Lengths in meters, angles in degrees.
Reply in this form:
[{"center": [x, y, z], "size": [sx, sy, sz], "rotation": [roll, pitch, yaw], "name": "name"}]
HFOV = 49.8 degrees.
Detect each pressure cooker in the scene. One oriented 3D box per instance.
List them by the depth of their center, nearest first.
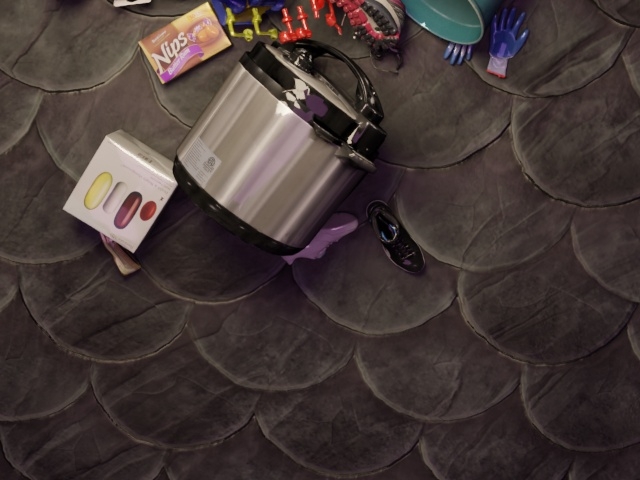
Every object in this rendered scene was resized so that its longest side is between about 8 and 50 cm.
[{"center": [-0.066, -0.220, 1.485], "size": [0.370, 0.375, 0.420], "rotation": [36, 103, -7], "name": "pressure cooker"}]

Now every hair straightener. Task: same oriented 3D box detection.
[{"center": [0.117, -0.482, 1.589], "size": [0.089, 0.047, 0.230], "rotation": [-27, 109, 7], "name": "hair straightener"}]

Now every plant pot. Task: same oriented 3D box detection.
[{"center": [0.301, -0.603, 1.452], "size": [0.272, 0.271, 0.255], "rotation": [37, 87, -10], "name": "plant pot"}]

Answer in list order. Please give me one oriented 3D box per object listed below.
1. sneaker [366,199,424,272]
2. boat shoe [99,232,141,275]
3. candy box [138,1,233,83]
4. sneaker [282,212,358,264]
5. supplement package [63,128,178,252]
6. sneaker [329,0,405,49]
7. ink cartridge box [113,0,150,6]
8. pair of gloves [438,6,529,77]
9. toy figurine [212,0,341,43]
[{"center": [0.182, 0.007, 1.680], "size": [0.079, 0.121, 0.217], "rotation": [-35, 103, 10], "name": "sneaker"}, {"center": [-0.502, 0.014, 1.715], "size": [0.048, 0.056, 0.153], "rotation": [-25, 106, -3], "name": "boat shoe"}, {"center": [-0.308, -0.453, 1.584], "size": [0.187, 0.053, 0.109], "rotation": [-27, 104, 6], "name": "candy box"}, {"center": [0.000, 0.000, 1.710], "size": [0.212, 0.080, 0.094], "rotation": [-17, 117, 11], "name": "sneaker"}, {"center": [-0.454, -0.119, 1.626], "size": [0.194, 0.149, 0.203], "rotation": [32, 102, -9], "name": "supplement package"}, {"center": [0.073, -0.546, 1.460], "size": [0.121, 0.112, 0.299], "rotation": [-5, 142, 42], "name": "sneaker"}, {"center": [-0.426, -0.595, 1.523], "size": [0.092, 0.090, 0.143], "rotation": [-6, 107, 1], "name": "ink cartridge box"}, {"center": [0.377, -0.473, 1.599], "size": [0.198, 0.023, 0.159], "rotation": [14, 105, -5], "name": "pair of gloves"}, {"center": [-0.154, -0.479, 1.452], "size": [0.217, 0.362, 0.191], "rotation": [-11, 99, 43], "name": "toy figurine"}]
